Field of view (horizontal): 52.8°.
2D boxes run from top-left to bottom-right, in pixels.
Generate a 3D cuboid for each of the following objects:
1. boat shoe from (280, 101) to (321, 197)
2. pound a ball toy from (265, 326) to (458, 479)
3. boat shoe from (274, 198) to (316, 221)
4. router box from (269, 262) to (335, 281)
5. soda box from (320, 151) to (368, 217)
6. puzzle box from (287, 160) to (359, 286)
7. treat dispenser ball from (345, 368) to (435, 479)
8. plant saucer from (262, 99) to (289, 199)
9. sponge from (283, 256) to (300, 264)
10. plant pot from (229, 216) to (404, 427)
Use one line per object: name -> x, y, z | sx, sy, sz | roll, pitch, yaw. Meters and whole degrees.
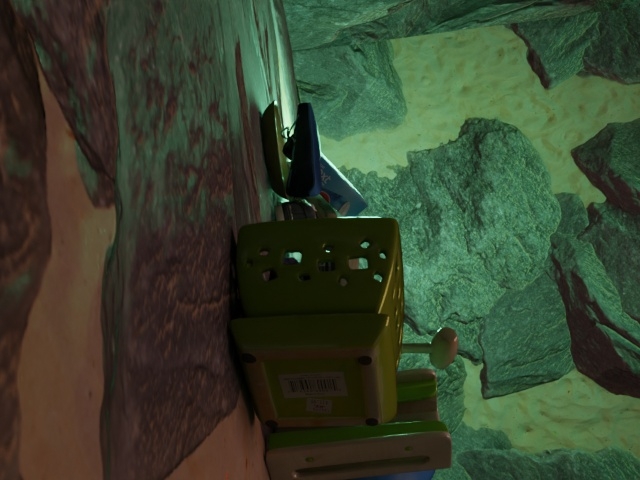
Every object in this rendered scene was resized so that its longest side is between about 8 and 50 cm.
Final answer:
boat shoe -> -0.052, -0.220, 1.506 | 0.109, 0.089, 0.258 | 65, 20, -53
pound a ball toy -> 0.078, 0.270, 1.029 | 0.208, 0.319, 0.136 | -96, 178, -49
boat shoe -> -0.055, -0.049, 1.611 | 0.319, 0.099, 0.116 | -79, 158, -88
router box -> -0.032, 0.087, 1.250 | 0.179, 0.133, 0.046 | -89, 171, -74
soda box -> 0.026, -0.143, 1.634 | 0.210, 0.071, 0.067 | 43, 12, -30
puzzle box -> 0.000, 0.000, 1.766 | 0.272, 0.052, 0.409 | 89, -20, -45
treat dispenser ball -> 0.078, 0.367, 1.198 | 0.288, 0.288, 0.288 | -7, 90, -88
plant saucer -> -0.109, -0.214, 1.553 | 0.241, 0.037, 0.241 | -8, 90, -89
sponge -> -0.068, 0.108, 1.690 | 0.210, 0.031, 0.117 | 68, 15, -85
plant pot -> 0.001, 0.120, 0.872 | 0.207, 0.228, 0.227 | -84, 169, -50
